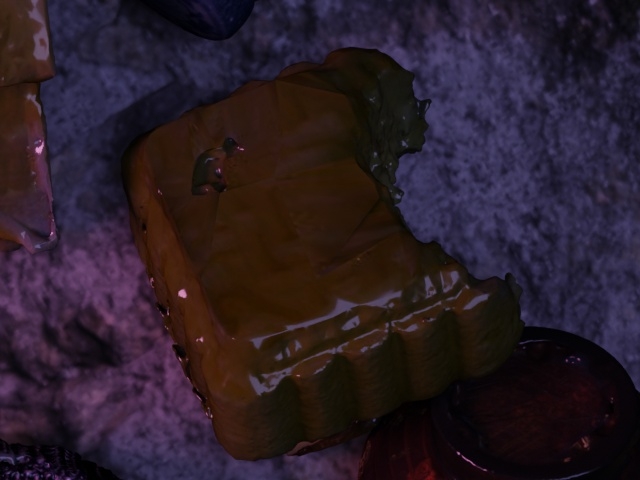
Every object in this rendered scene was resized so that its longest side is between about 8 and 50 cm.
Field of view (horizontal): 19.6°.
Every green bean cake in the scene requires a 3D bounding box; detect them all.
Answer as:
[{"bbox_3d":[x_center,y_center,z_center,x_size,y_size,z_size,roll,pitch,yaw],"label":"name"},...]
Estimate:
[{"bbox_3d":[0.000,0.000,1.242,0.233,0.124,0.236,-21,60,-9],"label":"green bean cake"}]

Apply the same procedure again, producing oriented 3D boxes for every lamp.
[{"bbox_3d":[0.146,0.182,1.314,0.247,0.247,0.247,-1,93,-18],"label":"lamp"}]

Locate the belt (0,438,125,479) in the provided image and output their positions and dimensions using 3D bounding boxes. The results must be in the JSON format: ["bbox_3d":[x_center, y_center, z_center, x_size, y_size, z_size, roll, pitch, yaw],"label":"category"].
[{"bbox_3d":[-0.216,0.298,1.250,0.260,0.122,0.324,8,91,-14],"label":"belt"}]

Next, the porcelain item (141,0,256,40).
[{"bbox_3d":[-0.091,-0.215,1.248,0.147,0.147,0.114,41,83,-16],"label":"porcelain item"}]

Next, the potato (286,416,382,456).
[{"bbox_3d":[-0.011,0.093,1.327,0.103,0.096,0.066,51,42,-17],"label":"potato"}]

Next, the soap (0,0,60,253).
[{"bbox_3d":[-0.343,-0.107,1.134,0.339,0.169,0.304,-10,105,-25],"label":"soap"}]
